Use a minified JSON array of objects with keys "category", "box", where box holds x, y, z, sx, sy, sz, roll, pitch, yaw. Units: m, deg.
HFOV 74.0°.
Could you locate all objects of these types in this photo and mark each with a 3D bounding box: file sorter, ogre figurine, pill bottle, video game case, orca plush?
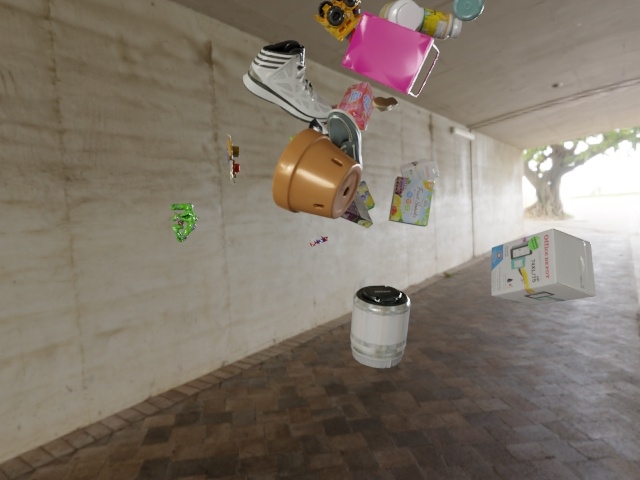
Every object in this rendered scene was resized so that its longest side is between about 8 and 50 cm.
[{"category":"file sorter","box":[0.275,-0.700,1.628,0.291,0.202,0.182,32,21,19]},{"category":"ogre figurine","box":[-0.655,-0.099,2.041,0.118,0.197,0.097,-21,-38,18]},{"category":"pill bottle","box":[0.041,-0.654,2.221,0.152,0.086,0.086,-12,2,17]},{"category":"pill bottle","box":[0.549,-1.015,1.998,0.209,0.117,0.117,9,3,-6]},{"category":"video game case","box":[0.101,-0.171,1.737,0.210,0.232,0.042,19,-50,-41]},{"category":"pill bottle","box":[0.343,-0.949,1.808,0.137,0.136,0.245,-4,27,-7]},{"category":"orca plush","box":[0.020,-0.373,1.818,0.102,0.287,0.151,-36,33,-2]}]

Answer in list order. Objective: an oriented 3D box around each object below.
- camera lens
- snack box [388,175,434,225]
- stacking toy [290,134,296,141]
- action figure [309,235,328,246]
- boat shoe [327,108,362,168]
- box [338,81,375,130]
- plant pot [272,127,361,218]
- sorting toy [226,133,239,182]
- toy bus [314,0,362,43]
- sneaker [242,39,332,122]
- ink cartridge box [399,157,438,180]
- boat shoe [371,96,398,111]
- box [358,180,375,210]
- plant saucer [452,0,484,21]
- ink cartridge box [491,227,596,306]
[{"category":"camera lens","box":[0.231,0.326,1.660,0.220,0.274,0.219,3,16,-1]},{"category":"snack box","box":[0.417,-0.178,1.953,0.175,0.207,0.070,10,-1,0]},{"category":"stacking toy","box":[-0.131,-0.288,1.860,0.131,0.279,0.309,-14,-31,-6]},{"category":"action figure","box":[0.000,0.000,1.790,0.038,0.030,0.115,-30,-7,35]},{"category":"boat shoe","box":[0.090,-0.335,1.582,0.116,0.099,0.319,5,-38,22]},{"category":"box","box":[0.188,-0.686,2.189,0.123,0.128,0.256,-4,47,31]},{"category":"plant pot","box":[0.003,-0.201,1.425,0.204,0.290,0.291,28,15,19]},{"category":"sorting toy","box":[-0.357,-0.330,1.751,0.047,0.195,0.348,-5,5,-12]},{"category":"toy bus","box":[0.119,-1.027,1.946,0.211,0.220,0.149,35,17,-40]},{"category":"sneaker","box":[-0.085,-0.690,1.847,0.448,0.169,0.257,16,-45,-32]},{"category":"ink cartridge box","box":[0.523,-0.366,2.251,0.182,0.104,0.061,-16,35,7]},{"category":"boat shoe","box":[0.288,-0.619,1.949,0.170,0.063,0.059,-16,-19,-42]},{"category":"box","box":[0.245,-0.244,2.464,0.105,0.179,0.043,-28,25,-1]},{"category":"plant saucer","box":[0.579,-0.923,1.667,0.119,0.119,0.021,-1,36,27]},{"category":"ink cartridge box","box":[0.784,0.105,1.514,0.197,0.198,0.270,17,-22,-21]}]
